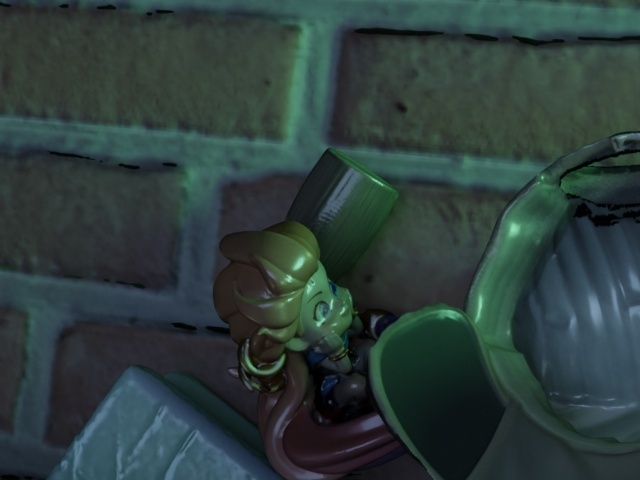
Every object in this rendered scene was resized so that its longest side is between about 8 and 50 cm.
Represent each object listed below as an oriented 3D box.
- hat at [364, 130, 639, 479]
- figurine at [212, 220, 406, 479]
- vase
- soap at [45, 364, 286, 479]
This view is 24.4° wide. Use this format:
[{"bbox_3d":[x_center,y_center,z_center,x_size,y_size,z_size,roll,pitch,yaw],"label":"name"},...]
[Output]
[{"bbox_3d":[0.160,0.060,0.720,0.232,0.275,0.161,-24,110,28],"label":"hat"},{"bbox_3d":[-0.006,0.063,0.819,0.157,0.126,0.114,37,132,-14],"label":"figurine"},{"bbox_3d":[0.000,0.000,0.878,0.053,0.053,0.101,34,97,19],"label":"vase"},{"bbox_3d":[-0.049,0.194,0.843,0.230,0.091,0.145,35,93,20],"label":"soap"}]
